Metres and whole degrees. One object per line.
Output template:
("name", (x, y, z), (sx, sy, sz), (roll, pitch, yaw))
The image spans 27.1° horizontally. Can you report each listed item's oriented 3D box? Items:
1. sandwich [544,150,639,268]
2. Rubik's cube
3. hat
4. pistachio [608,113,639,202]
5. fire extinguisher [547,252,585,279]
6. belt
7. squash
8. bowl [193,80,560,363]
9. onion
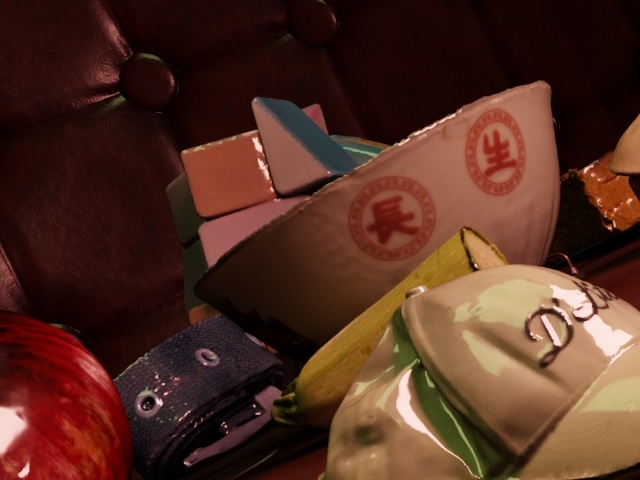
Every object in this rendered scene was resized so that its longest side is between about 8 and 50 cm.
("sandwich", (0.382, -0.068, 1.586), (0.271, 0.099, 0.301), (-21, -7, -13))
("Rubik's cube", (0.000, 0.000, 1.733), (0.387, 0.358, 0.368), (-14, -7, -26))
("hat", (0.073, 0.051, 0.462), (0.166, 0.081, 0.122), (-15, 9, 46))
("pistachio", (0.351, -0.091, 1.136), (0.215, 0.144, 0.144), (-36, -7, 35))
("fire extinguisher", (0.172, 0.047, 1.168), (0.035, 0.049, 0.173), (27, -34, -27))
("belt", (-0.123, 0.172, 1.389), (0.218, 0.128, 0.122), (-26, -32, -47))
("squash", (0.047, 0.082, 0.953), (0.224, 0.094, 0.094), (-35, -5, 23))
("bowl", (0.078, 0.023, 1.086), (0.337, 0.157, 0.337), (-29, -7, -4))
("onion", (-0.249, 0.121, 0.739), (0.273, 0.285, 0.273), (-19, 19, 7))
